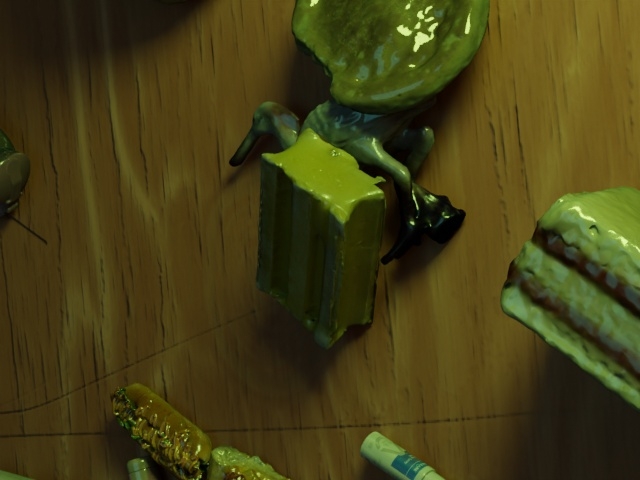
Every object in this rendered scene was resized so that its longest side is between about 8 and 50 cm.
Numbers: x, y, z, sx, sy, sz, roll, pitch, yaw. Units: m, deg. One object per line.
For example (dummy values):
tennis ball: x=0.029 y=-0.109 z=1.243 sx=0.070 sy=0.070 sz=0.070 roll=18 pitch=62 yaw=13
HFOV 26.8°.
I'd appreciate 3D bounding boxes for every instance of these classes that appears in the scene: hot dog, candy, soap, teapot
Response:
hot dog: x=-0.203 y=0.248 z=1.713 sx=0.188 sy=0.055 sz=0.072 roll=33 pitch=110 yaw=32
candy: x=0.332 y=0.082 z=1.214 sx=0.320 sy=0.179 sz=0.135 roll=39 pitch=115 yaw=30
soap: x=-0.001 y=0.001 z=1.469 sx=0.135 sy=0.076 sz=0.233 roll=42 pitch=147 yaw=27
teapot: x=-0.481 y=-0.098 z=1.874 sx=0.146 sy=0.116 sz=0.148 roll=29 pitch=106 yaw=22

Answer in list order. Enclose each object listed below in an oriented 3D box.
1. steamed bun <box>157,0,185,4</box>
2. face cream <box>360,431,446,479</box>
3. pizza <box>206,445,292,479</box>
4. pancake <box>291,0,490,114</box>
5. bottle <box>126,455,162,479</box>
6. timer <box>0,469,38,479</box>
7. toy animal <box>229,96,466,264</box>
steamed bun: x=-0.211 y=-0.459 z=1.574 sx=0.324 sy=0.219 sz=0.310 roll=-35 pitch=72 yaw=33
face cream: x=0.103 y=0.259 z=1.492 sx=0.130 sy=0.034 sz=0.034 roll=31 pitch=111 yaw=33
pizza: x=-0.047 y=0.374 z=1.585 sx=0.228 sy=0.081 sz=0.290 roll=-21 pitch=78 yaw=36
pancake: x=0.070 y=-0.244 z=1.433 sx=0.222 sy=0.042 sz=0.236 roll=-23 pitch=58 yaw=20
bottle: x=-0.223 y=0.329 z=1.740 sx=0.045 sy=0.045 sz=0.096 roll=-23 pitch=78 yaw=36
timer: x=-0.396 y=0.421 z=1.859 sx=0.253 sy=0.078 sz=0.178 roll=7 pitch=95 yaw=36
toy animal: x=0.022 y=-0.108 z=1.497 sx=0.324 sy=0.090 sz=0.195 roll=30 pitch=116 yaw=32
